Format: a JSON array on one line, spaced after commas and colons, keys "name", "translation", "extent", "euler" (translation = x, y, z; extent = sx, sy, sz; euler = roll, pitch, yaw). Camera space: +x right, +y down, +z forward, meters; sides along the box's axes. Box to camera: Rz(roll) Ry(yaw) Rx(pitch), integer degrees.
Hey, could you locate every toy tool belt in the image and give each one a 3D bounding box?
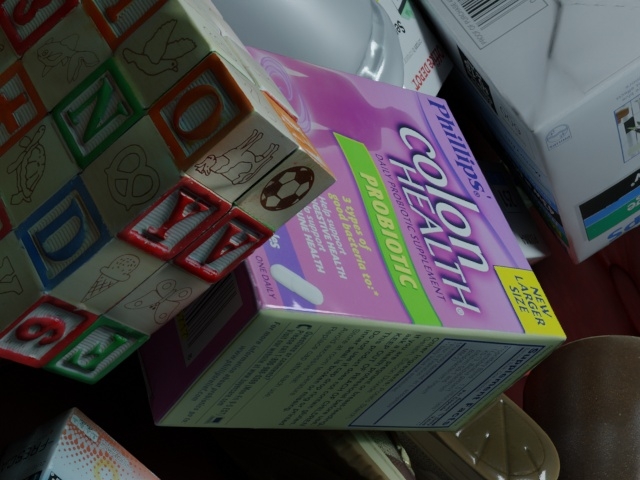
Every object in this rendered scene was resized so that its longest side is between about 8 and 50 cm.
[{"name": "toy tool belt", "translation": [0.292, -0.087, 1.573], "extent": [0.052, 0.051, 0.083], "euler": [10, 54, -57]}]

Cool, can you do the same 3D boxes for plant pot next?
[{"name": "plant pot", "translation": [0.296, 0.251, 1.096], "extent": [0.215, 0.215, 0.230], "euler": [49, 38, -22]}]

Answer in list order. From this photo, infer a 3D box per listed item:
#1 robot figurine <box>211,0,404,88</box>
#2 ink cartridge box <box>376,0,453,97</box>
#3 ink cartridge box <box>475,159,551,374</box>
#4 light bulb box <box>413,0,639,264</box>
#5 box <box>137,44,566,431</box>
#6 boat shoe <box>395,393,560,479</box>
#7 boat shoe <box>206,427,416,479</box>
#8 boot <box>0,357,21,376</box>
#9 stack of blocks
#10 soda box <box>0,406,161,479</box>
[{"name": "robot figurine", "translation": [-0.072, -0.161, 0.848], "extent": [0.353, 0.199, 0.300], "euler": [40, 70, -35]}, {"name": "ink cartridge box", "translation": [0.011, -0.245, 1.169], "extent": [0.278, 0.117, 0.201], "euler": [55, 27, -12]}, {"name": "ink cartridge box", "translation": [0.196, 0.031, 1.274], "extent": [0.296, 0.066, 0.261], "euler": [-4, 66, -61]}, {"name": "light bulb box", "translation": [0.281, -0.221, 1.317], "extent": [0.358, 0.225, 0.361], "euler": [59, 4, 31]}, {"name": "box", "translation": [0.000, 0.000, 0.701], "extent": [0.243, 0.117, 0.214], "euler": [10, 46, -38]}, {"name": "boat shoe", "translation": [0.053, 0.114, 0.878], "extent": [0.109, 0.098, 0.302], "euler": [-25, 59, -40]}, {"name": "boat shoe", "translation": [0.019, 0.163, 0.779], "extent": [0.342, 0.123, 0.123], "euler": [55, 27, 5]}, {"name": "boot", "translation": [-0.231, 0.009, 0.546], "extent": [0.165, 0.077, 0.213], "euler": [61, 27, 7]}, {"name": "stack of blocks", "translation": [-0.143, -0.095, 0.595], "extent": [0.297, 0.171, 0.087], "euler": [55, 11, 31]}, {"name": "soda box", "translation": [-0.102, 0.179, 0.615], "extent": [0.183, 0.058, 0.063], "euler": [47, 29, -23]}]
